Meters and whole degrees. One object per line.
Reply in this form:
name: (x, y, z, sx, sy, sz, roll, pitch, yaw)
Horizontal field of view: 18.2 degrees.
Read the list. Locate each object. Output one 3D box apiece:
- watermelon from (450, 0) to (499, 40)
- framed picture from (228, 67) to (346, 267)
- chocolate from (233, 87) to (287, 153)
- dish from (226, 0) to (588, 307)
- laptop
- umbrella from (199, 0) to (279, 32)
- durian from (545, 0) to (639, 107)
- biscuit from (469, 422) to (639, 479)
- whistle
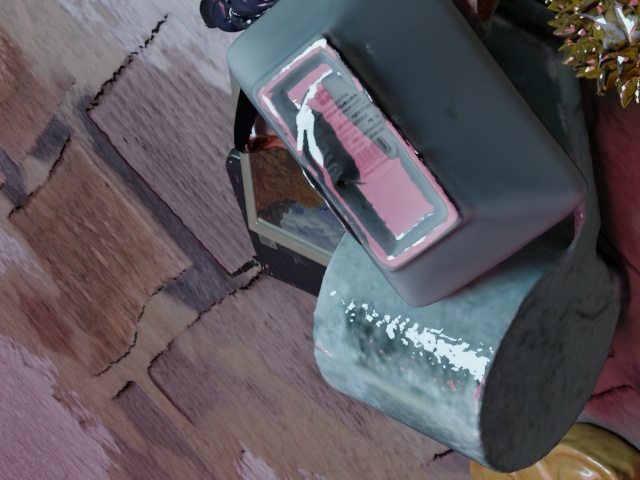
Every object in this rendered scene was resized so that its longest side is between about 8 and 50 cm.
watermelon: (0.096, -0.229, 1.348, 0.139, 0.071, 0.187, -16, 106, 54)
framed picture: (0.018, -0.044, 1.736, 0.250, 0.016, 0.184, 27, 136, 36)
chocolate: (0.007, -0.104, 1.599, 0.133, 0.124, 0.127, 10, 135, -21)
dish: (0.042, -0.072, 1.379, 0.182, 0.080, 0.243, -37, 90, 39)
laptop: (0.000, 0.000, 1.848, 0.207, 0.026, 0.154, 22, 144, 41)
umbrella: (-0.067, -0.193, 1.596, 0.071, 0.071, 0.248, 53, 167, -13)
durian: (0.200, -0.165, 1.209, 0.183, 0.138, 0.249, 42, 161, -8)
biscuit: (0.269, 0.294, 1.827, 0.312, 0.057, 0.351, 46, 154, -1)
whistle: (0.130, -0.003, 1.533, 0.168, 0.188, 0.405, 26, 113, 33)
